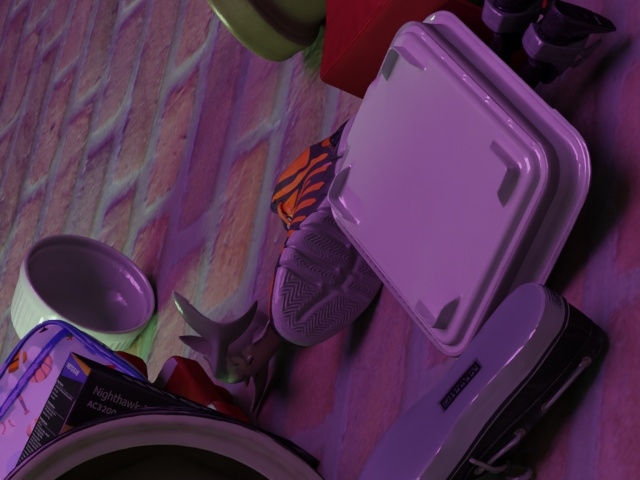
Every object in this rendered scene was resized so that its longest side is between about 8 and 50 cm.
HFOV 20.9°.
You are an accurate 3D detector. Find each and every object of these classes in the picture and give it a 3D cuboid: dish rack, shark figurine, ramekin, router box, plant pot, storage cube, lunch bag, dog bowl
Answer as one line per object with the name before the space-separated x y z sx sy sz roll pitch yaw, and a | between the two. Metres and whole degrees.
dish rack | 0.120 -0.055 1.790 0.333 0.072 0.285 53 130 44
shark figurine | -0.122 0.124 2.083 0.278 0.116 0.166 -8 -63 -75
ramekin | -0.360 0.099 2.573 0.109 0.207 0.207 -58 25 33
router box | -0.188 0.293 1.935 0.081 0.309 0.243 23 89 62
plant pot | -0.030 -0.415 2.398 0.229 0.263 0.263 -29 39 24
storage cube | 0.125 -0.267 1.977 0.193 0.215 0.183 -48 30 43
lunch bag | -0.329 0.256 2.046 0.243 0.115 0.303 32 81 33
dog bowl | -0.156 0.349 1.759 0.408 0.408 0.150 -61 8 6

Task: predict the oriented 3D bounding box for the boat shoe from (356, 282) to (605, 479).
boat shoe | 0.148 0.180 1.642 0.306 0.105 0.113 -53 23 8

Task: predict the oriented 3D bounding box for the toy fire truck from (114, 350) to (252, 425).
toy fire truck | -0.206 0.296 2.138 0.302 0.169 0.254 -60 31 10

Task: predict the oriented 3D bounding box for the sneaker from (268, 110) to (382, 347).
sneaker | 0.000 0.000 2.095 0.180 0.125 0.321 -27 33 58

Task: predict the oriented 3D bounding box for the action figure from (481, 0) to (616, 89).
action figure | 0.186 -0.144 1.844 0.185 0.099 0.285 56 130 34
